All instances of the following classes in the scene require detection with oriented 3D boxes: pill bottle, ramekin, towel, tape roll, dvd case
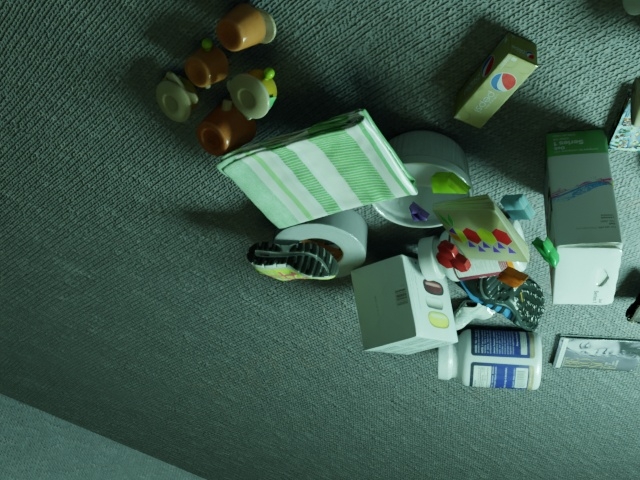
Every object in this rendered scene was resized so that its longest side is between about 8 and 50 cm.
[{"bbox_3d":[0.444,0.312,2.224,0.265,0.153,0.153,3,144,8],"label":"pill bottle"},{"bbox_3d":[0.203,-0.129,1.696,0.207,0.109,0.207,5,145,4],"label":"ramekin"},{"bbox_3d":[-0.005,-0.124,1.614,0.325,0.038,0.248,-14,140,27],"label":"towel"},{"bbox_3d":[0.000,0.000,1.947,0.219,0.072,0.219,6,144,4],"label":"tape roll"},{"bbox_3d":[0.338,0.026,1.873,0.221,0.121,0.121,-10,141,24],"label":"pill bottle"},{"bbox_3d":[0.750,0.306,2.270,0.221,0.018,0.164,3,144,8],"label":"dvd case"}]

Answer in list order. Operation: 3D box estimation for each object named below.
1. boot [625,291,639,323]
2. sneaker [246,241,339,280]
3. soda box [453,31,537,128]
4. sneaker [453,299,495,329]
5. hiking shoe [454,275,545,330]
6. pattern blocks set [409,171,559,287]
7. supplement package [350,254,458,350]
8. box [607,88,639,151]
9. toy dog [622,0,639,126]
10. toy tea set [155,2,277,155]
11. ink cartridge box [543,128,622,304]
[{"bbox_3d":[0.844,0.192,1.999,0.229,0.091,0.263,8,142,11],"label":"boot"},{"bbox_3d":[-0.059,0.055,1.916,0.209,0.081,0.094,10,152,9],"label":"sneaker"},{"bbox_3d":[0.310,-0.283,1.504,0.061,0.058,0.181,20,142,-16],"label":"soda box"},{"bbox_3d":[0.370,0.183,2.152,0.152,0.053,0.061,-28,122,32],"label":"sneaker"},{"bbox_3d":[0.439,0.124,2.033,0.132,0.113,0.304,17,165,46],"label":"hiking shoe"},{"bbox_3d":[0.299,-0.020,1.583,0.325,0.026,0.285,13,144,51],"label":"pattern blocks set"},{"bbox_3d":[0.198,0.156,1.969,0.149,0.194,0.203,-19,160,32],"label":"supplement package"},{"bbox_3d":[0.598,-0.220,1.560,0.094,0.027,0.137,5,144,3],"label":"box"},{"bbox_3d":[0.586,-0.339,1.334,0.220,0.161,0.333,14,129,-3],"label":"toy dog"},{"bbox_3d":[-0.159,-0.299,1.562,0.200,0.124,0.336,50,138,-5],"label":"toy tea set"},{"bbox_3d":[0.496,-0.042,1.612,0.117,0.278,0.201,-2,143,11],"label":"ink cartridge box"}]
